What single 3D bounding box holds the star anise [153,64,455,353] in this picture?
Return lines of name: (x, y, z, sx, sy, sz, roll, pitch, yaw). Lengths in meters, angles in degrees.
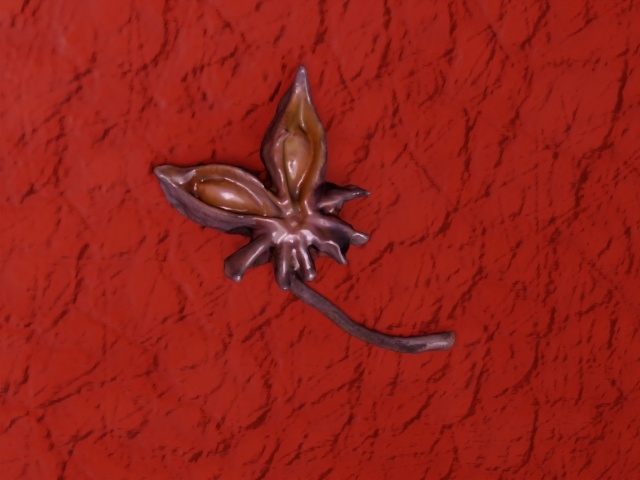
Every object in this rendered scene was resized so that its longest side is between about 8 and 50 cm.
star anise: (0.000, 0.000, 1.380, 0.227, 0.218, 0.148, 93, 14, -70)
